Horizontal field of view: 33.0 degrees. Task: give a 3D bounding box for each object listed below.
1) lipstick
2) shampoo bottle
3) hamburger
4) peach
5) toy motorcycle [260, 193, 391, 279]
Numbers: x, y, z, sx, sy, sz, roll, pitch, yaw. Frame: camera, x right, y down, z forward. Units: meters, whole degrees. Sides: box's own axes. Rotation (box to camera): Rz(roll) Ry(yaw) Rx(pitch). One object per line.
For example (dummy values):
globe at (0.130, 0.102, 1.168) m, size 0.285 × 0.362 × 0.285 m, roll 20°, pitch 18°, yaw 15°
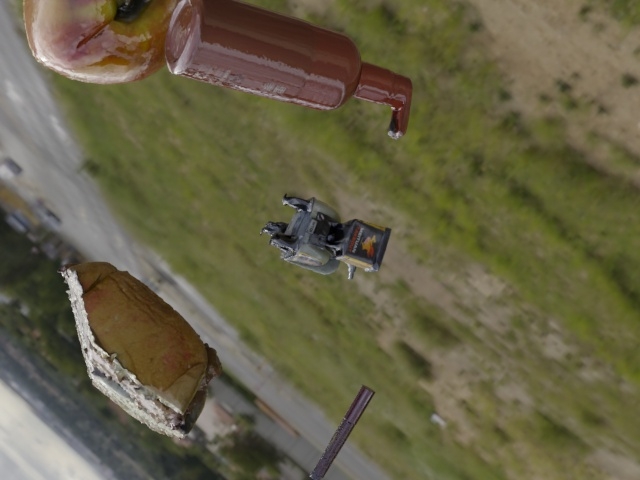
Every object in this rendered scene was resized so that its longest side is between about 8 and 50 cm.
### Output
lipstick at (0.036, 0.320, 1.784) m, size 0.027 × 0.176 × 0.027 m, roll 30°, pitch -177°, yaw -2°
shampoo bottle at (-0.021, -0.165, 1.013) m, size 0.244 × 0.085 × 0.085 m, roll 13°, pitch 177°, yaw -27°
hamburger at (-0.276, 0.163, 1.659) m, size 0.155 × 0.245 × 0.282 m, roll 122°, pitch 145°, yaw -54°
peach at (-0.321, -0.349, 1.612) m, size 0.238 × 0.281 × 0.281 m, roll 53°, pitch 160°, yaw -24°
toy motorcycle at (0.000, 0.000, 1.534) m, size 0.157 × 0.091 × 0.263 m, roll 20°, pitch 174°, yaw -7°
